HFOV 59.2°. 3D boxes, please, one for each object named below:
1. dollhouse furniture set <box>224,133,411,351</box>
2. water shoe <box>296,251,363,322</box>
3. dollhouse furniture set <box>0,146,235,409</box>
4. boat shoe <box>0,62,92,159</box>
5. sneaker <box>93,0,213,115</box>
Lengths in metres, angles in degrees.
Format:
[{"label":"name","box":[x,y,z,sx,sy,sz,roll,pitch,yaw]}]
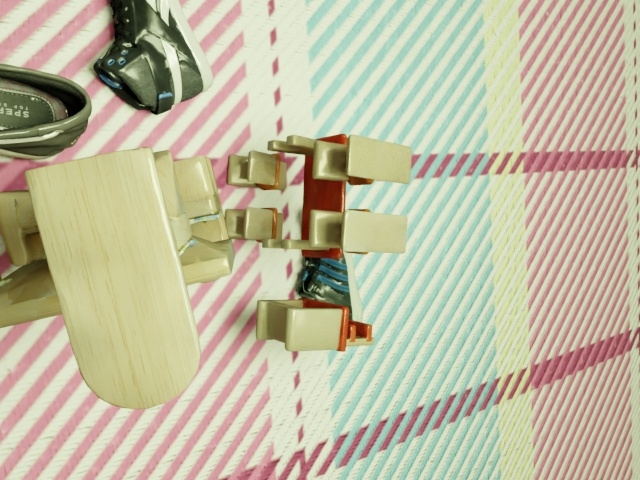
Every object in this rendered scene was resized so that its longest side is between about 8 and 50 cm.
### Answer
[{"label":"dollhouse furniture set","box":[0.000,0.000,0.698,0.135,0.262,0.259,3,91,-37]},{"label":"water shoe","box":[0.004,0.052,0.815,0.080,0.073,0.203,-25,105,-29]},{"label":"dollhouse furniture set","box":[-0.262,0.089,0.479,0.394,0.362,0.256,-13,99,-5]},{"label":"boat shoe","box":[-0.376,-0.136,0.500,0.335,0.095,0.112,-3,80,-46]},{"label":"sneaker","box":[-0.222,-0.249,0.644,0.121,0.079,0.217,-40,114,-28]}]
